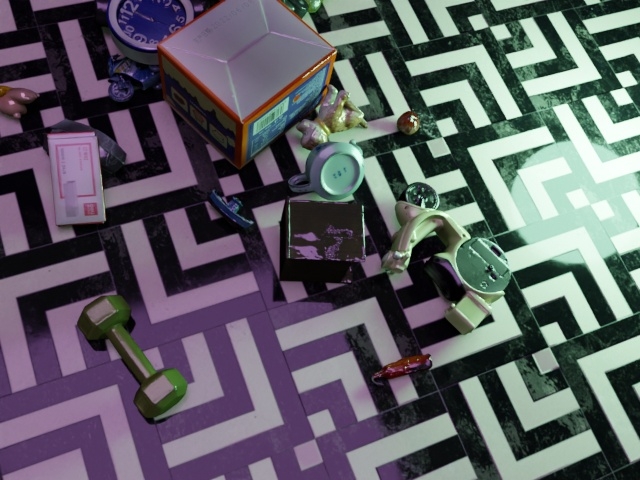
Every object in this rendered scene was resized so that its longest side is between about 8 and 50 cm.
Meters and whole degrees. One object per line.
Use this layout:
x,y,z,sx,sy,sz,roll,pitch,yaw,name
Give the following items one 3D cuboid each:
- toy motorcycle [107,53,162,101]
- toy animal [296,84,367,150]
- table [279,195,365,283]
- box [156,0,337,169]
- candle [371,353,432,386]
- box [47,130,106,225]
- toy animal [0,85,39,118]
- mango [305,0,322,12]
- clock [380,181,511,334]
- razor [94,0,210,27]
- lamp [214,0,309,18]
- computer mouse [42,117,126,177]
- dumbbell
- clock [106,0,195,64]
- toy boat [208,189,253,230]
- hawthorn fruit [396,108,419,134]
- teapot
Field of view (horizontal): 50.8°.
-0.495,-0.485,1.864,0.254,0.092,0.135,-40,78,-20,toy motorcycle
0.037,-0.304,1.878,0.104,0.184,0.185,28,80,47,toy animal
0.000,0.000,1.697,0.193,0.169,0.172,3,67,-8,table
-0.196,-0.438,1.805,0.319,0.257,0.349,42,68,11,box
0.200,0.320,1.668,0.162,0.048,0.053,-13,35,-14,candle
-0.606,-0.153,1.680,0.123,0.050,0.229,-5,91,-13,box
-0.796,-0.360,1.774,0.115,0.091,0.081,8,94,7,toy animal
-0.011,-0.847,2.080,0.193,0.146,0.316,19,79,0,mango
0.314,0.040,1.765,0.379,0.120,0.276,41,62,8,clock
-0.484,-0.686,1.942,0.327,0.107,0.189,-4,69,-11,razor
-0.215,-0.782,1.931,0.272,0.205,0.374,-20,71,-52,lamp
-0.615,-0.248,1.752,0.231,0.071,0.126,26,65,3,computer mouse
-0.432,0.261,1.545,0.302,0.121,0.108,50,40,12,dumbbell
-0.452,-0.588,1.814,0.231,0.083,0.230,2,71,-7,clock
-0.231,-0.082,1.752,0.061,0.060,0.137,-45,76,-1,toy boat
0.256,-0.343,1.924,0.067,0.103,0.066,2,76,-8,hawthorn fruit
0.021,-0.196,1.812,0.232,0.159,0.159,-33,76,-10,teapot
